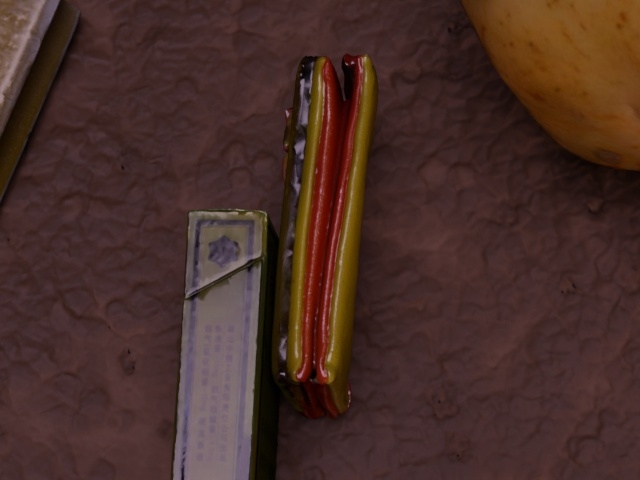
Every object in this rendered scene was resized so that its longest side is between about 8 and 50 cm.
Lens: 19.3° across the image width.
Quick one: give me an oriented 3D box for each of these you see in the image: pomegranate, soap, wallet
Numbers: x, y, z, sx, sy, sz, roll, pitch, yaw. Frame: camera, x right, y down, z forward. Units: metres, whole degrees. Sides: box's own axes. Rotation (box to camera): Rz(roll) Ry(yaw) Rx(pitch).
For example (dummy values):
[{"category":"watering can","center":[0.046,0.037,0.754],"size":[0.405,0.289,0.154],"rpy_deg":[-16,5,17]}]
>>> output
[{"category":"pomegranate","center":[0.250,-0.183,1.280],"size":[0.342,0.342,0.342],"rpy_deg":[-1,74,5]},{"category":"soap","center":[-0.294,-0.103,1.435],"size":[0.140,0.073,0.232],"rpy_deg":[19,78,14]},{"category":"wallet","center":[0.000,0.000,1.348],"size":[0.067,0.141,0.241],"rpy_deg":[4,73,5]}]

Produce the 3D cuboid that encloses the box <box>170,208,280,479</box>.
[{"category":"box","center":[-0.063,0.100,1.324],"size":[0.064,0.141,0.220],"rpy_deg":[0,74,5]}]
